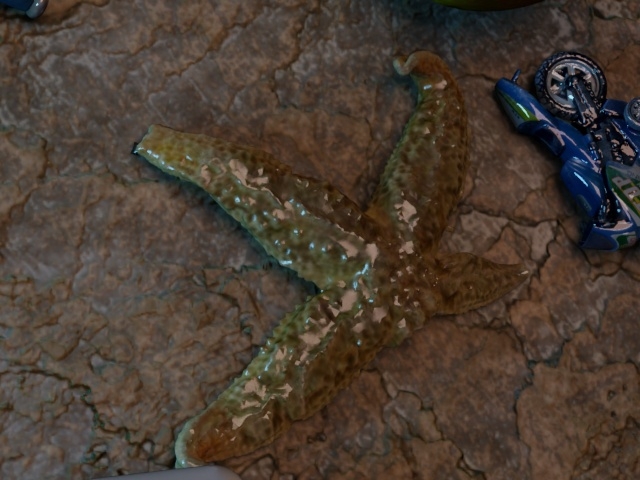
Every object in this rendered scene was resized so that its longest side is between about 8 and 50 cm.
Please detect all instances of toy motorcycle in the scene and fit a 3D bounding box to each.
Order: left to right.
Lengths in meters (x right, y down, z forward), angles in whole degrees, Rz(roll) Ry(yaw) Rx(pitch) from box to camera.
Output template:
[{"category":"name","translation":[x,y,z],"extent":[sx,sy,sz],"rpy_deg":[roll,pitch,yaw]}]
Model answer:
[{"category":"toy motorcycle","translation":[0.280,-0.077,1.538],"extent":[0.135,0.092,0.254],"rpy_deg":[-33,79,-17]}]

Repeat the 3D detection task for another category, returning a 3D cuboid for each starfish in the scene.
[{"category":"starfish","translation":[0.000,0.000,1.414],"extent":[0.432,0.082,0.324],"rpy_deg":[-24,88,-23]}]

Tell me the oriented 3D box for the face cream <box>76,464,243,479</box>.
[{"category":"face cream","translation":[-0.220,0.276,1.232],"extent":[0.336,0.080,0.163],"rpy_deg":[-4,91,-16]}]

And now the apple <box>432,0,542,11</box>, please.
[{"category":"apple","translation":[0.169,-0.391,1.453],"extent":[0.339,0.339,0.340],"rpy_deg":[6,73,-20]}]

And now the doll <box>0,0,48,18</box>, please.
[{"category":"doll","translation":[-0.310,-0.254,1.362],"extent":[0.152,0.085,0.114],"rpy_deg":[23,86,-25]}]
